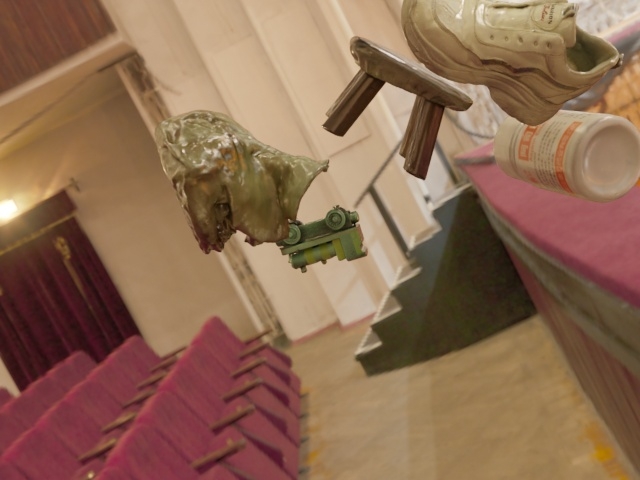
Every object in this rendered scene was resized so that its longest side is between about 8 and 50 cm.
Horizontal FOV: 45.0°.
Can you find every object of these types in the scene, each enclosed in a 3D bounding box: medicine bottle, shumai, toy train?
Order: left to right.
[{"bbox_3d":[-0.143,-0.142,1.488,0.288,0.292,0.330,-22,37,-5],"label":"shumai"},{"bbox_3d":[0.000,0.000,1.754,0.200,0.132,0.083,-17,6,12],"label":"toy train"},{"bbox_3d":[0.613,-0.224,1.950,0.211,0.211,0.371,-29,20,-10],"label":"medicine bottle"}]

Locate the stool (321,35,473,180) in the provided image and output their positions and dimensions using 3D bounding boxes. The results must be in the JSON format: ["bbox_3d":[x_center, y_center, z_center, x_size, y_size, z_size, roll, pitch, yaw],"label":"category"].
[{"bbox_3d":[0.166,-0.323,1.828,0.226,0.310,0.310,-61,5,14],"label":"stool"}]

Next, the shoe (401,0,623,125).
[{"bbox_3d":[0.296,-0.314,1.172,0.210,0.342,0.132,-26,44,55],"label":"shoe"}]
